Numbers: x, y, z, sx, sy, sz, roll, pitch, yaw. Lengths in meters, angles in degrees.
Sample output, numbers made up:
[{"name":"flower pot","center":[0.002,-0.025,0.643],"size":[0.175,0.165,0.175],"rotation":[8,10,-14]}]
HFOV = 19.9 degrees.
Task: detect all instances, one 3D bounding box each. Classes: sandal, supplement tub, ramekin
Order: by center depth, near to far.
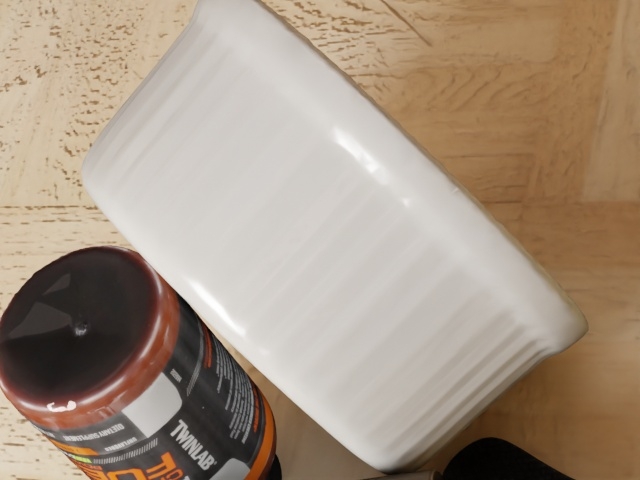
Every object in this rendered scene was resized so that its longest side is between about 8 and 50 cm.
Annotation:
[{"name":"sandal","center":[0.132,0.159,0.964],"size":[0.067,0.040,0.179],"rotation":[-41,35,-13]},{"name":"ramekin","center":[0.000,0.000,0.988],"size":[0.135,0.277,0.277],"rotation":[-47,50,0]},{"name":"supplement tub","center":[-0.090,0.094,1.004],"size":[0.106,0.198,0.106],"rotation":[-14,52,18]}]

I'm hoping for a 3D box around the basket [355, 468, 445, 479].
[{"name":"basket","center":[-0.029,0.208,0.933],"size":[0.226,0.154,0.204],"rotation":[-19,54,8]}]
